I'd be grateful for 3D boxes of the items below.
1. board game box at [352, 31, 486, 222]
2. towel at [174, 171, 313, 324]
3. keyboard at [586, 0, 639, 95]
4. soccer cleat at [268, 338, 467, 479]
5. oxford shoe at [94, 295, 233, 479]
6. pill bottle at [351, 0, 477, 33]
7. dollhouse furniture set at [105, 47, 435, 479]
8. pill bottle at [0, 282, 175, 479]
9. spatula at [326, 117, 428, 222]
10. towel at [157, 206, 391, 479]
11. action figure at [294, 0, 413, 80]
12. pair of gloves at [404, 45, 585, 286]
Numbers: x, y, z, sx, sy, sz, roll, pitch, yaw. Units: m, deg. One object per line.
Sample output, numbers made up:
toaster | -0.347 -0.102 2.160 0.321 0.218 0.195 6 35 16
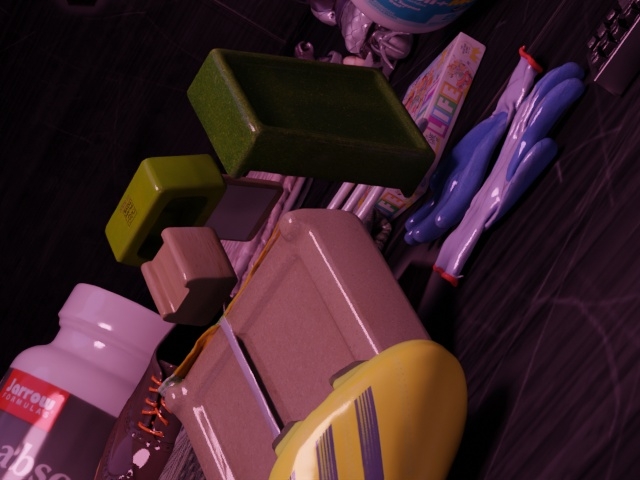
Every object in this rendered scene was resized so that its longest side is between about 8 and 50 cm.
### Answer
board game box | 0.080 -0.087 1.080 0.103 0.026 0.154 -43 20 60
towel | -0.103 0.015 1.655 0.317 0.053 0.332 -47 17 51
keyboard | 0.200 -0.161 0.691 0.180 0.023 0.108 -57 10 21
soccer cleat | 0.000 0.183 0.605 0.121 0.093 0.289 26 81 50
oxford shoe | -0.158 0.165 1.272 0.098 0.097 0.271 78 -147 -60
pill bottle | 0.115 -0.285 1.122 0.146 0.146 0.264 -63 9 -16
dollhouse furniture set | -0.002 0.046 0.867 0.197 0.151 0.301 -55 47 33
pill bottle | -0.280 0.244 1.418 0.363 0.210 0.210 -63 10 -15
spatula | 0.000 0.000 1.046 0.242 0.019 0.168 -57 10 0
towel | -0.060 0.160 1.055 0.312 0.056 0.324 -45 16 48
action figure | 0.025 -0.271 1.475 0.185 0.099 0.285 -56 41 17
pair of gloves | 0.109 -0.052 0.846 0.159 0.023 0.198 -59 9 9
